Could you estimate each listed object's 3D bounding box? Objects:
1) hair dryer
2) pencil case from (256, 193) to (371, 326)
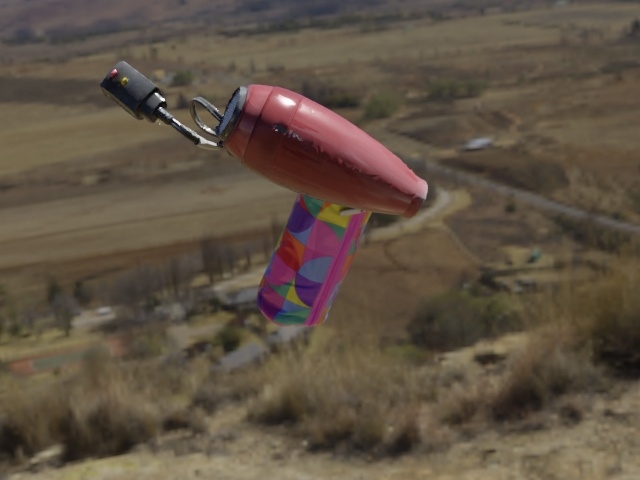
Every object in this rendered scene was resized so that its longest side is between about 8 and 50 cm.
[{"bbox_3d":[-0.033,-0.097,1.108,0.294,0.080,0.224,27,7,24],"label":"hair dryer"},{"bbox_3d":[0.000,0.000,1.490,0.104,0.236,0.104,17,31,-11],"label":"pencil case"}]
